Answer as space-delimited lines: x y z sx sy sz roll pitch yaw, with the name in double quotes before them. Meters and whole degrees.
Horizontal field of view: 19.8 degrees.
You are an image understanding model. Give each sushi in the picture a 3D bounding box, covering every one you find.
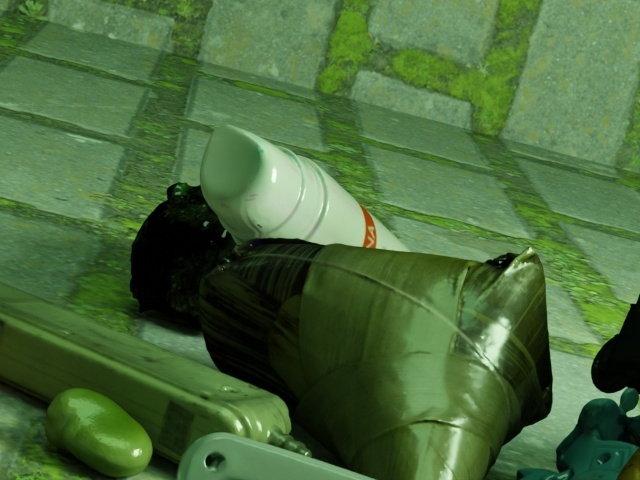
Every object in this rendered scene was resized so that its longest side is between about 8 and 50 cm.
"sushi" -0.089 0.011 1.734 0.127 0.124 0.225 15 17 25

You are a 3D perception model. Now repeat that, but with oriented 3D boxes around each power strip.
"power strip" -0.168 0.103 1.395 0.387 0.066 0.092 19 11 29

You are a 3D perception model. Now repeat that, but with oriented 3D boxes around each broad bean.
"broad bean" -0.155 0.138 1.296 0.083 0.045 0.063 28 18 21

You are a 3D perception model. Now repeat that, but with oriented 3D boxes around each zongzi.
"zongzi" 0.004 0.122 1.401 0.289 0.154 0.317 4 32 24

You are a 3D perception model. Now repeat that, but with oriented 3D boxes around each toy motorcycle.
"toy motorcycle" 0.246 0.198 1.309 0.182 0.124 0.272 -31 30 -33

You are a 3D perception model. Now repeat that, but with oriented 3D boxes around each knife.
"knife" 0.031 0.194 1.220 0.265 0.073 0.040 17 -19 -2

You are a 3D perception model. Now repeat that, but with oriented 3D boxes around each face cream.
"face cream" 0.000 0.000 1.651 0.102 0.102 0.345 23 -8 32

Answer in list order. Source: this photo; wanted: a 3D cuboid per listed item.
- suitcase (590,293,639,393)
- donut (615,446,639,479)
"suitcase" 0.429 0.114 1.382 0.345 0.188 0.339 36 -15 -26
"donut" 0.215 0.209 1.036 0.114 0.226 0.226 20 13 26
